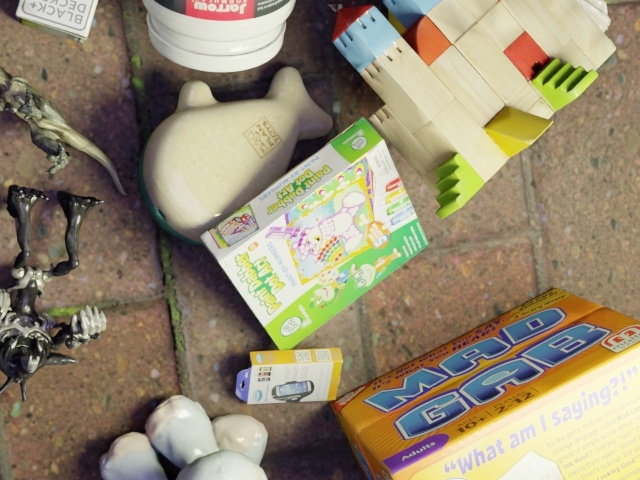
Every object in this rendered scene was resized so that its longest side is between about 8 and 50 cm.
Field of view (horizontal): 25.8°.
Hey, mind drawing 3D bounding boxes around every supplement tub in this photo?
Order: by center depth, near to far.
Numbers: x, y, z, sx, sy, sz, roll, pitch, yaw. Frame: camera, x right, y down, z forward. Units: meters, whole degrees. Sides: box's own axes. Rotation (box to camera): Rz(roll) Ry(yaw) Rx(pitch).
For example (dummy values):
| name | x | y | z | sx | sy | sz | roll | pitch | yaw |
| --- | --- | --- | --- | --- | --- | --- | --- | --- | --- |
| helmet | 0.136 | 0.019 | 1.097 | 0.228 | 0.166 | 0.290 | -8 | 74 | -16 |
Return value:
| name | x | y | z | sx | sy | sz | roll | pitch | yaw |
| --- | --- | --- | --- | --- | --- | --- | --- | --- | --- |
| supplement tub | -0.117 | -0.356 | 1.641 | 0.191 | 0.191 | 0.272 | -3 | 131 | -11 |

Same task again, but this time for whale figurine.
| name | x | y | z | sx | sy | sz | roll | pitch | yaw |
| --- | --- | --- | --- | --- | --- | --- | --- | --- | --- |
| whale figurine | -0.112 | -0.107 | 1.768 | 0.272 | 0.141 | 0.216 | -43 | 100 | -29 |

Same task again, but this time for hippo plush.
| name | x | y | z | sx | sy | sz | roll | pitch | yaw |
| --- | --- | --- | --- | --- | --- | --- | --- | --- | --- |
| hippo plush | -0.161 | 0.354 | 1.737 | 0.234 | 0.236 | 0.294 | -3 | 97 | -11 |

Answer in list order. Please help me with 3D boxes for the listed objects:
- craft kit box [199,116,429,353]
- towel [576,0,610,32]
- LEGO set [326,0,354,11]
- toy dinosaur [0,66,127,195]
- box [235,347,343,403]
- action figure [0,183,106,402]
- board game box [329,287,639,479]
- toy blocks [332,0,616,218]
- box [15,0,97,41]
| name | x | y | z | sx | sy | sz | roll | pitch | yaw |
| --- | --- | --- | --- | --- | --- | --- | --- | --- | --- |
| craft kit box | 0.000 | 0.000 | 1.747 | 0.247 | 0.061 | 0.250 | -35 | 144 | -3 |
| towel | 0.238 | -0.250 | 1.846 | 0.187 | 0.049 | 0.282 | 39 | 88 | -12 |
| LEGO set | 0.040 | -0.332 | 1.810 | 0.054 | 0.023 | 0.083 | 7 | 95 | -12 |
| toy dinosaur | -0.337 | -0.140 | 1.709 | 0.268 | 0.118 | 0.064 | 41 | 97 | -12 |
| box | -0.043 | 0.178 | 1.827 | 0.136 | 0.028 | 0.081 | 0 | 135 | -10 |
| action figure | -0.354 | 0.074 | 1.720 | 0.164 | 0.141 | 0.275 | 9 | 93 | -23 |
| board game box | 0.273 | 0.315 | 1.756 | 0.356 | 0.356 | 0.356 | -26 | 101 | -7 |
| toy blocks | 0.175 | -0.236 | 1.704 | 0.261 | 0.191 | 0.381 | 49 | 61 | -4 |
| box | -0.281 | -0.387 | 1.668 | 0.087 | 0.169 | 0.290 | 16 | 94 | -12 |
